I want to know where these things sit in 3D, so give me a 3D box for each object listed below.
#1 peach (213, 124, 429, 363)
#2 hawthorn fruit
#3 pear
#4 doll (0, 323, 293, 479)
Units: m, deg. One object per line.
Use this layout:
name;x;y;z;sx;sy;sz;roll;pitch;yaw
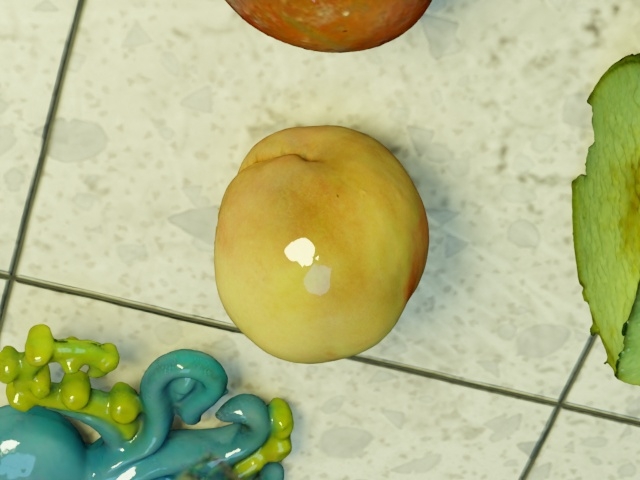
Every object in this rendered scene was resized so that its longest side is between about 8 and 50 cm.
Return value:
peach;0.000;0.000;1.323;0.184;0.184;0.184;0;125;-1
hawthorn fruit;0.004;-0.212;1.186;0.173;0.173;0.173;0;125;-1
pear;0.339;-0.035;1.317;0.292;0.159;0.292;-1;128;-1
doll;-0.199;0.201;1.519;0.341;0.099;0.346;5;130;-20
